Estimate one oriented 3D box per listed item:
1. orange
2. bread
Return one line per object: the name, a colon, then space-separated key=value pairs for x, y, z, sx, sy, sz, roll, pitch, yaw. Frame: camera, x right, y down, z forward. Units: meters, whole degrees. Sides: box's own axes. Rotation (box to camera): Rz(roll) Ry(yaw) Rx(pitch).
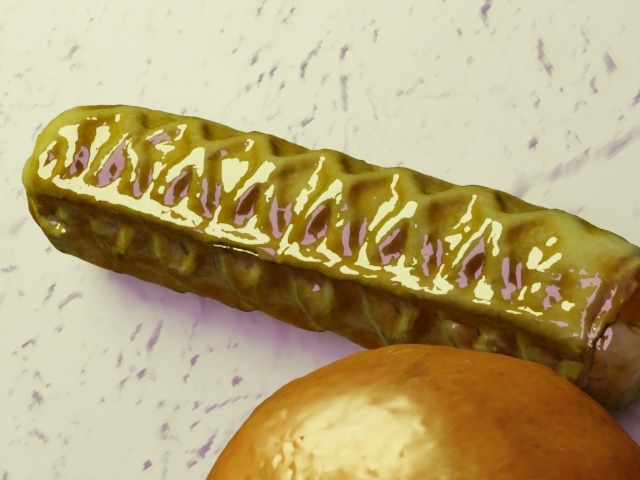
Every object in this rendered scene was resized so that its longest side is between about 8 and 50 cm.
orange: x=0.047 y=0.148 z=0.765 sx=0.224 sy=0.170 sz=0.224 roll=-16 pitch=65 yaw=36
bread: x=-0.001 y=0.001 z=0.897 sx=0.367 sy=0.084 sz=0.077 roll=16 pitch=42 yaw=34
